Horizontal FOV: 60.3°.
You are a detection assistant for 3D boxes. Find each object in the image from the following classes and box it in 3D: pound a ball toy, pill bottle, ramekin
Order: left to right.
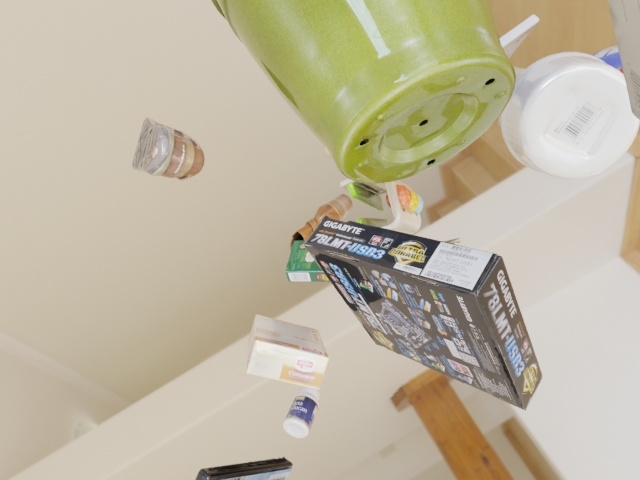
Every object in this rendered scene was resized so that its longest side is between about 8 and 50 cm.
[{"bbox_3d":[-0.060,0.601,1.946,0.094,0.094,0.169,59,-147,-22],"label":"pill bottle"},{"bbox_3d":[0.134,-0.114,1.202,0.319,0.135,0.208,6,-110,-71],"label":"pound a ball toy"},{"bbox_3d":[0.553,-0.268,1.217,0.277,0.277,0.135,59,-164,-16],"label":"ramekin"}]

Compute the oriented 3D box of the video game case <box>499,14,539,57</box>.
[{"bbox_3d":[0.363,-0.380,1.208,0.023,0.212,0.193,47,153,8],"label":"video game case"}]

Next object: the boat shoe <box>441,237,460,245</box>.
[{"bbox_3d":[0.333,0.042,1.539,0.285,0.104,0.089,108,167,-78],"label":"boat shoe"}]

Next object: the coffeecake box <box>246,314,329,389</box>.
[{"bbox_3d":[-0.070,0.217,1.097,0.142,0.068,0.185,16,-175,-8],"label":"coffeecake box"}]

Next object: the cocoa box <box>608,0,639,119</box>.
[{"bbox_3d":[0.412,-0.224,0.464,0.347,0.228,0.231,42,-160,-43],"label":"cocoa box"}]

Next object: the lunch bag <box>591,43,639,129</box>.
[{"bbox_3d":[0.906,-0.414,1.361,0.328,0.385,0.239,4,85,62],"label":"lunch bag"}]

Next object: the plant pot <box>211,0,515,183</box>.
[{"bbox_3d":[0.068,-0.281,0.729,0.366,0.366,0.353,61,-174,-68],"label":"plant pot"}]

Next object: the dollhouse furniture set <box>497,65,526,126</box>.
[{"bbox_3d":[0.621,-0.433,1.635,0.129,0.129,0.184,30,145,41],"label":"dollhouse furniture set"}]

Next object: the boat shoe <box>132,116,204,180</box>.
[{"bbox_3d":[-0.329,-0.187,1.188,0.116,0.123,0.324,14,-168,-28],"label":"boat shoe"}]

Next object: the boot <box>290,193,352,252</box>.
[{"bbox_3d":[0.000,0.000,1.761,0.109,0.220,0.283,41,149,16],"label":"boot"}]

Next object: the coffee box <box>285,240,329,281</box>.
[{"bbox_3d":[0.017,0.048,1.304,0.113,0.184,0.040,-78,-19,-47],"label":"coffee box"}]

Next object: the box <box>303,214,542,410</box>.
[{"bbox_3d":[0.154,0.103,0.820,0.293,0.073,0.295,17,150,45],"label":"box"}]

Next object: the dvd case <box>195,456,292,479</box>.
[{"bbox_3d":[-0.138,0.404,0.704,0.022,0.253,0.180,22,177,35],"label":"dvd case"}]
